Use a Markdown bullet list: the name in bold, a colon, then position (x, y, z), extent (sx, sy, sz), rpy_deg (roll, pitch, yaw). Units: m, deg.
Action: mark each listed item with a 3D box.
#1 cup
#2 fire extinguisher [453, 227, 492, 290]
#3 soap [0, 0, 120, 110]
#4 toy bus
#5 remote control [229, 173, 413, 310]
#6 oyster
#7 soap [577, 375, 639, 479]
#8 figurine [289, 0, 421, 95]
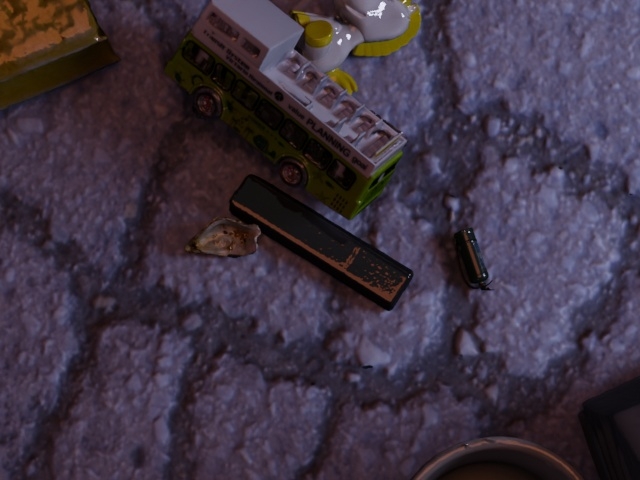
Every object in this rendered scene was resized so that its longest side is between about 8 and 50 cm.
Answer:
- **cup**: position (0.219, 0.358, 1.533), extent (0.301, 0.257, 0.227), rpy_deg (40, 85, 8)
- **fire extinguisher**: position (0.188, 0.028, 1.712), extent (0.038, 0.025, 0.083), rpy_deg (-27, 78, 34)
- **soap**: position (-0.461, -0.299, 1.717), extent (0.335, 0.156, 0.293), rpy_deg (-22, 85, -2)
- **toy bus**: position (-0.036, -0.168, 1.677), extent (0.302, 0.139, 0.113), rpy_deg (40, 38, 7)
- **remote control**: position (0.000, 0.000, 1.719), extent (0.245, 0.025, 0.063), rpy_deg (31, 77, 5)
- **oyster**: position (-0.121, -0.005, 1.716), extent (0.093, 0.034, 0.051), rpy_deg (7, 99, -1)
- **soap**: position (0.440, 0.284, 1.457), extent (0.213, 0.435, 0.350), rpy_deg (-19, 84, 2)
- **figurine**: position (0.045, -0.275, 1.745), extent (0.178, 0.109, 0.129), rpy_deg (-41, 108, -7)
